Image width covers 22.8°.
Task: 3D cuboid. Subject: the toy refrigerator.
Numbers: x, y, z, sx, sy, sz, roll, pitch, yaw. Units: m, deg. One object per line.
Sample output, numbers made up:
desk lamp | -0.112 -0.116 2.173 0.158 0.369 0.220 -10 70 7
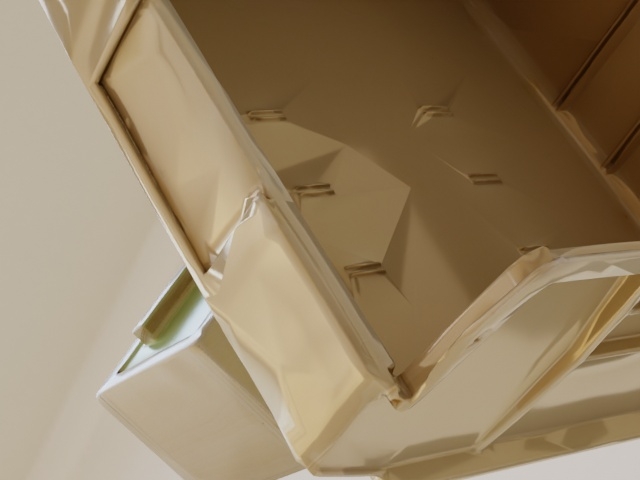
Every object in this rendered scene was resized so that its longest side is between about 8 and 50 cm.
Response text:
toy refrigerator | 0.000 0.000 0.843 0.094 0.269 0.102 44 -39 -14

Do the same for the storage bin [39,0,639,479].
storage bin | 0.059 -0.059 0.595 0.262 0.260 0.123 58 -47 28
